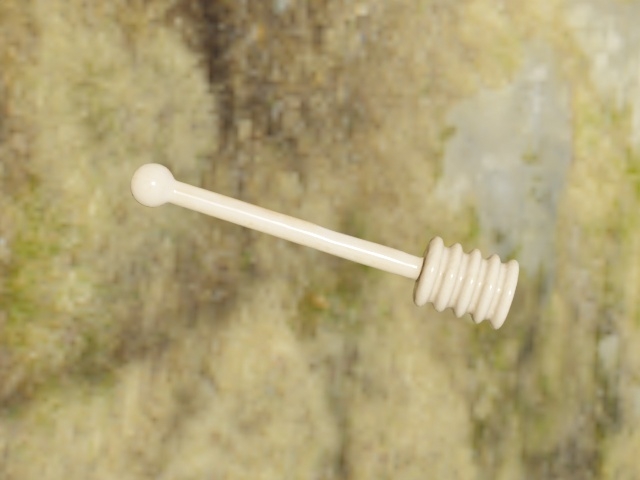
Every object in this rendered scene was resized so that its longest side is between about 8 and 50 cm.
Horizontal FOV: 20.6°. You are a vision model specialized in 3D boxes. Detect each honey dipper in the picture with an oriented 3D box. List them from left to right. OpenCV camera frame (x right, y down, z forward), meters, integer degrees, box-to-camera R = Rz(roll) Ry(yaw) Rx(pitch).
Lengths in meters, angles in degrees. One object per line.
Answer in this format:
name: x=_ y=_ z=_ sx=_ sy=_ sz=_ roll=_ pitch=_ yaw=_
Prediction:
honey dipper: x=0.000 y=0.000 z=0.715 sx=0.030 sy=0.160 sz=0.030 roll=-164 pitch=-90 yaw=-89
